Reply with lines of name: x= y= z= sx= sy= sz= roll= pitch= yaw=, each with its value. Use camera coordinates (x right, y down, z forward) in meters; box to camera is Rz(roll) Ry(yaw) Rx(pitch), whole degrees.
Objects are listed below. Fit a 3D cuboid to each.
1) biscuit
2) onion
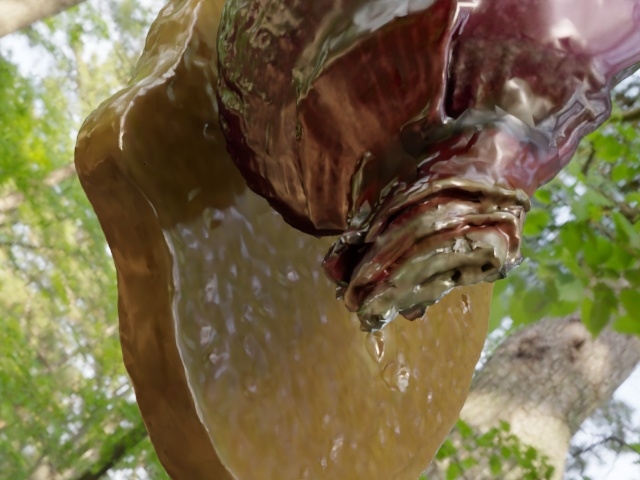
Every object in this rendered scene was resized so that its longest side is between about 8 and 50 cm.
biscuit: x=-0.002 y=0.000 z=0.667 sx=0.062 sy=0.385 sz=0.365 roll=-12 pitch=-77 yaw=36
onion: x=0.048 y=-0.108 z=0.432 sx=0.267 sy=0.348 sz=0.159 roll=-25 pitch=-76 yaw=19
